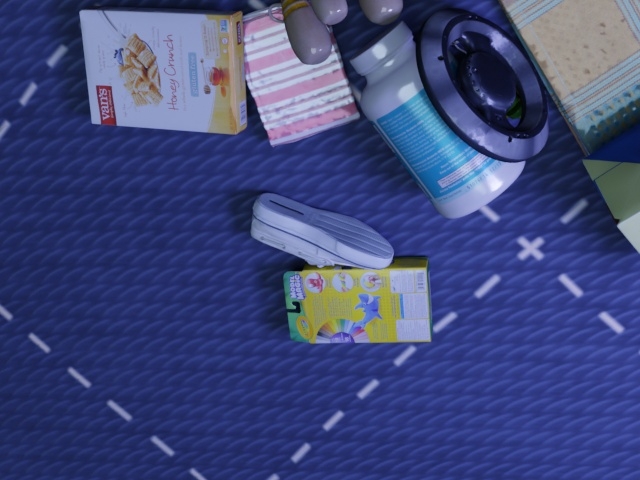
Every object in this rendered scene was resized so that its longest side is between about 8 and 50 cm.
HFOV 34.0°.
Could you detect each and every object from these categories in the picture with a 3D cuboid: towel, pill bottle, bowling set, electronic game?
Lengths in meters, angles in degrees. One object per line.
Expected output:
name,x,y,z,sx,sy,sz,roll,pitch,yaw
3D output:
towel,-0.036,-0.246,1.513,0.144,0.029,0.197,-15,109,12
pill bottle,0.154,-0.171,1.444,0.146,0.146,0.264,-34,103,20
bowling set,0.042,-0.372,1.347,0.287,0.200,0.154,-26,74,10
towel,0.424,-0.279,1.416,0.271,0.040,0.370,-30,102,18
electronic game,0.217,-0.206,1.377,0.229,0.229,0.048,45,136,-9

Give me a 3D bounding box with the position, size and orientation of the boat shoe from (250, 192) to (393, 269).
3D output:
boat shoe,0.000,0.000,1.585,0.226,0.083,0.076,25,125,12

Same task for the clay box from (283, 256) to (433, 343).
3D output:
clay box,0.059,0.093,1.616,0.222,0.053,0.128,-1,112,11

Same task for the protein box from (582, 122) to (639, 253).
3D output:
protein box,0.498,-0.065,1.393,0.199,0.136,0.201,-34,132,20

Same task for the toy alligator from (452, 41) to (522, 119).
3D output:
toy alligator,0.235,-0.224,1.460,0.189,0.051,0.056,45,111,-9

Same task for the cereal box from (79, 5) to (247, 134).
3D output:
cereal box,-0.227,-0.248,1.514,0.240,0.047,0.173,5,112,17
